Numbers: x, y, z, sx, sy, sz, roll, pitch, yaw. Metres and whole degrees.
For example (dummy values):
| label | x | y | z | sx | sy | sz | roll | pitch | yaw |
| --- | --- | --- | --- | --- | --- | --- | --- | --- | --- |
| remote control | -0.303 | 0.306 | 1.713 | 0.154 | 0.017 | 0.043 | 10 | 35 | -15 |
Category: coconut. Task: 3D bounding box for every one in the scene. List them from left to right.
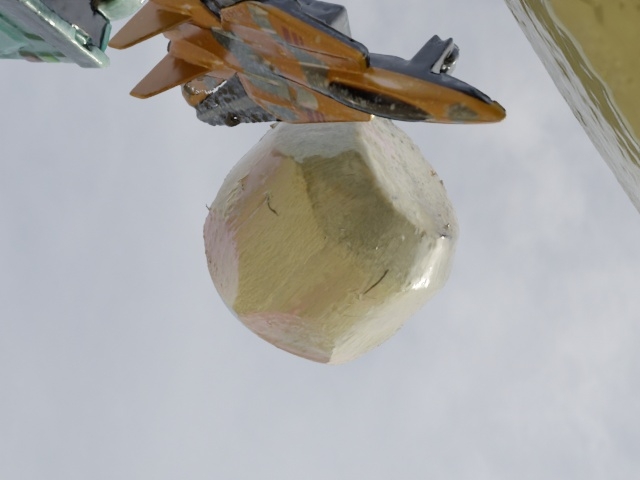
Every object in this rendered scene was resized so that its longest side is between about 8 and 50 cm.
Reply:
| label | x | y | z | sx | sy | sz | roll | pitch | yaw |
| --- | --- | --- | --- | --- | --- | --- | --- | --- | --- |
| coconut | 0.001 | 0.000 | 0.908 | 0.230 | 0.227 | 0.227 | -39 | -84 | 27 |

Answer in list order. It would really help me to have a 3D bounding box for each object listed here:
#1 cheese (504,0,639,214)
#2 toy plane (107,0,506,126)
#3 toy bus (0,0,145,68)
| label | x | y | z | sx | sy | sz | roll | pitch | yaw |
| --- | --- | --- | --- | --- | --- | --- | --- | --- | --- |
| cheese | 0.189 | -0.096 | 0.507 | 0.124 | 0.242 | 0.266 | -33 | -104 | 16 |
| toy plane | -0.004 | -0.139 | 0.715 | 0.316 | 0.103 | 0.204 | 13 | -37 | 25 |
| toy bus | -0.172 | -0.242 | 0.572 | 0.147 | 0.128 | 0.256 | 5 | -105 | 24 |
